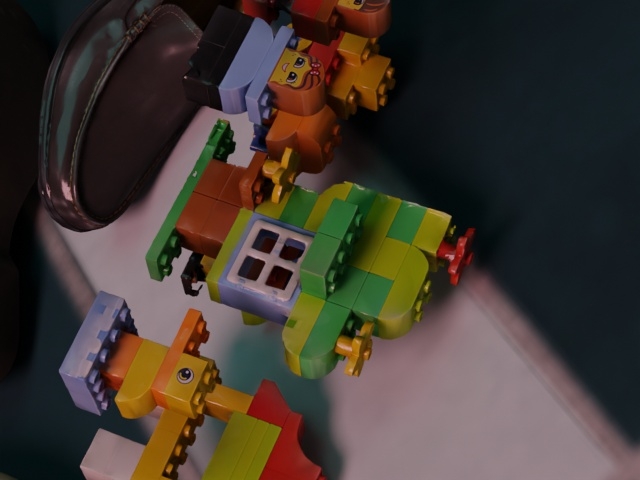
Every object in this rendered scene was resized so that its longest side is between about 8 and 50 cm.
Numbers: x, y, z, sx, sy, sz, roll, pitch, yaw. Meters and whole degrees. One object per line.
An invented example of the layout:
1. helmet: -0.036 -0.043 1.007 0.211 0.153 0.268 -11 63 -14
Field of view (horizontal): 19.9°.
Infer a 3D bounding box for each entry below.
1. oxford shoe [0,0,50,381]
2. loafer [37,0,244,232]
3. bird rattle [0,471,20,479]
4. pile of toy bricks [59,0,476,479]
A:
1. oxford shoe: -0.171 -0.021 0.811 0.076 0.076 0.212 -29 46 44
2. loafer: -0.065 -0.081 0.762 0.061 0.062 0.170 9 72 39
3. bird rattle: -0.175 0.175 0.679 0.207 0.143 0.253 -45 36 -20
4. pile of toy bricks: 0.000 0.000 0.636 0.105 0.118 0.212 19 65 13
